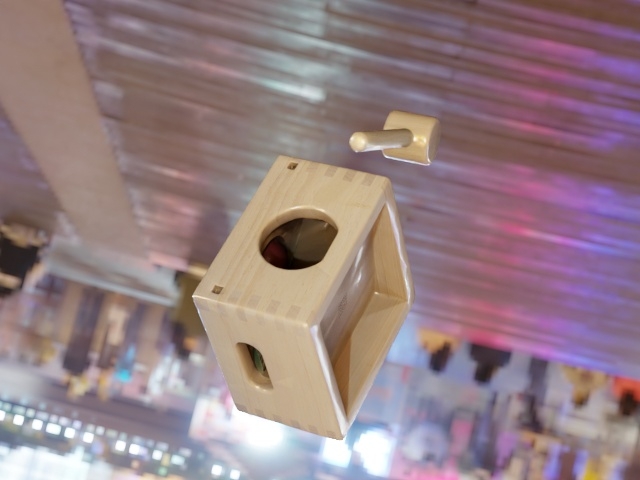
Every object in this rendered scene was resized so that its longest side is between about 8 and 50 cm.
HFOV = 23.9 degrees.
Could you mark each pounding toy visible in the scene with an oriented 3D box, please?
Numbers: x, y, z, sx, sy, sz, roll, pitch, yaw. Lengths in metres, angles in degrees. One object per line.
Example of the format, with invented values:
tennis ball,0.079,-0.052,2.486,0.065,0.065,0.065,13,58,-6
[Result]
pounding toy,0.001,-0.010,0.992,0.094,0.206,0.181,13,144,24
